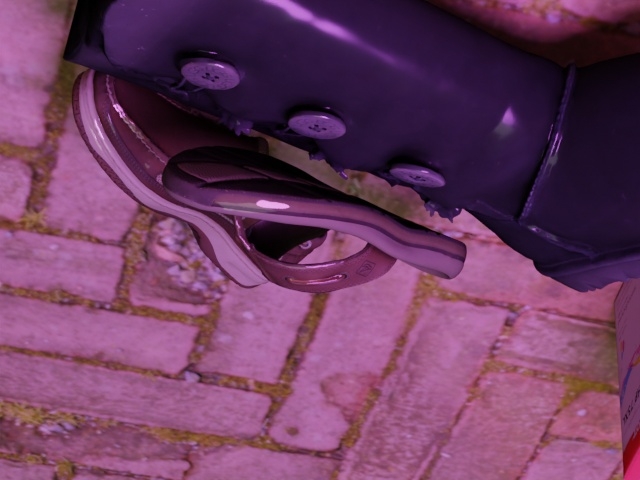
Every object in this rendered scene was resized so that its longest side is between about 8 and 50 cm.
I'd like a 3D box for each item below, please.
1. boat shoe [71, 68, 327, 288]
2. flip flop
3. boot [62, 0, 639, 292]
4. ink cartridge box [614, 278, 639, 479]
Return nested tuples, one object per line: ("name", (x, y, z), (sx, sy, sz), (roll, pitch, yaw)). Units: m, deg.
("boat shoe", (-0.082, -0.061, 1.219), (0.095, 0.095, 0.257), (-21, 142, 23))
("flip flop", (0.000, 0.000, 1.136), (0.277, 0.112, 0.080), (19, 98, -49))
("boot", (0.085, -0.127, 1.041), (0.445, 0.146, 0.367), (27, 150, -17))
("ink cartridge box", (0.288, 0.101, 1.236), (0.078, 0.231, 0.134), (10, 137, -4))
